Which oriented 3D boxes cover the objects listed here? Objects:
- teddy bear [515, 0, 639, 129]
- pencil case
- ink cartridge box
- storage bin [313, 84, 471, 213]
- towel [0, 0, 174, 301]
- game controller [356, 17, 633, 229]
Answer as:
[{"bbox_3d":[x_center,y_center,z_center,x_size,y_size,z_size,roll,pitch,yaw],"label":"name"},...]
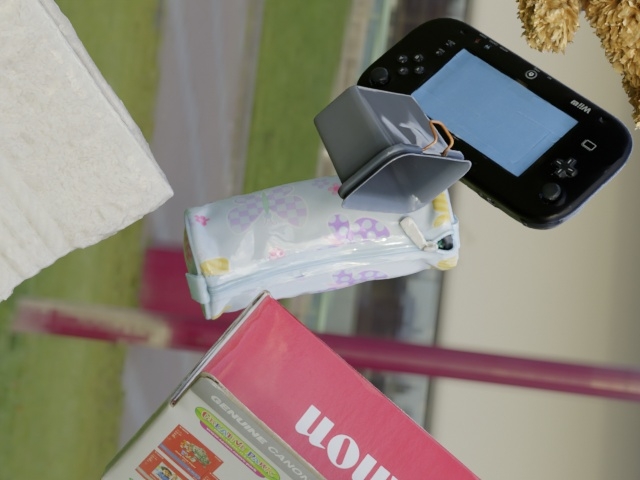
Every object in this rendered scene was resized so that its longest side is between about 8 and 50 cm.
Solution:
[{"bbox_3d":[0.265,-0.250,1.427,0.113,0.245,0.338,13,58,-72],"label":"teddy bear"},{"bbox_3d":[0.000,0.000,1.658,0.124,0.273,0.113,-106,-173,-47],"label":"pencil case"},{"bbox_3d":[0.017,0.200,1.283,0.130,0.309,0.272,-50,-178,-31],"label":"ink cartridge box"},{"bbox_3d":[0.062,-0.089,1.522,0.135,0.098,0.091,1,55,-55],"label":"storage bin"},{"bbox_3d":[-0.220,-0.079,0.845,0.282,0.187,0.049,58,3,-33],"label":"towel"},{"bbox_3d":[0.192,-0.137,1.894,0.166,0.319,0.067,-46,149,-11],"label":"game controller"}]
